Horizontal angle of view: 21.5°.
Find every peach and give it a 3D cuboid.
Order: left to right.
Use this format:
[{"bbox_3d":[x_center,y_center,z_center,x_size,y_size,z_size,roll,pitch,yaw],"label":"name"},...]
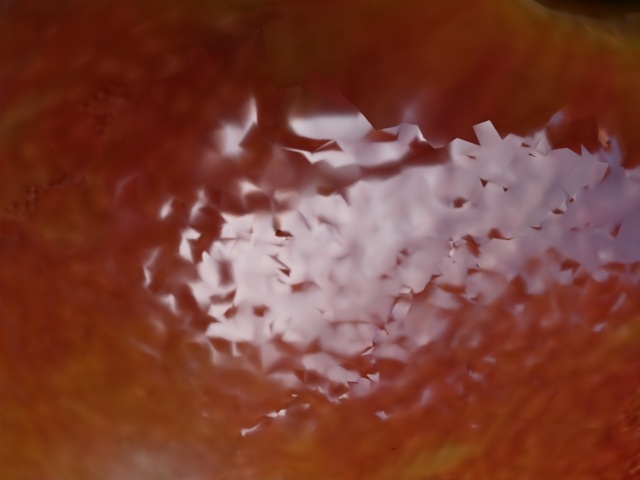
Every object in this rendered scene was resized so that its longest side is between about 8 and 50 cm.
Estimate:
[{"bbox_3d":[0.002,0.002,0.545,0.373,0.290,0.372,-33,164,-11],"label":"peach"}]
